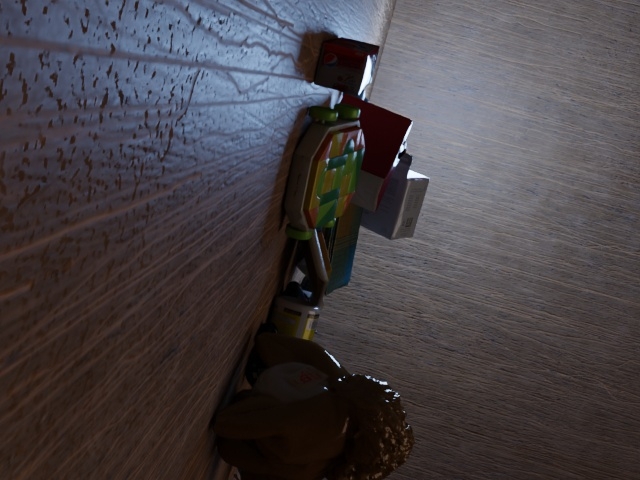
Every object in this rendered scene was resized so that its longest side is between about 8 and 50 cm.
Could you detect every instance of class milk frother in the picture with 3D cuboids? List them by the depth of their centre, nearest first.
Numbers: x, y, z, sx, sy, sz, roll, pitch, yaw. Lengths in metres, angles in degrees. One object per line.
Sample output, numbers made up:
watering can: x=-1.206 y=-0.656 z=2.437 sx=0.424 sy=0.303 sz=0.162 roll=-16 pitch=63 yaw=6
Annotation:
milk frother: x=-0.080 y=0.259 z=1.533 sx=0.134 sy=0.143 sz=0.129 roll=-59 pitch=158 yaw=-69

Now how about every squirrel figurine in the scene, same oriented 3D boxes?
squirrel figurine: x=-0.007 y=0.425 z=1.376 sx=0.281 sy=0.397 sz=0.370 roll=-78 pitch=173 yaw=-60

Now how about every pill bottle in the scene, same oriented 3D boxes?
pill bottle: x=-0.082 y=0.251 z=1.677 sx=0.117 sy=0.117 sz=0.214 roll=-22 pitch=128 yaw=-86

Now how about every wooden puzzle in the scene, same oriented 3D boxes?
wooden puzzle: x=-0.012 y=0.035 z=1.686 sx=0.238 sy=0.044 sz=0.220 roll=93 pitch=-15 yaw=-66

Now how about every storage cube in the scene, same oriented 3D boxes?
storage cube: x=0.100 y=-0.221 z=1.746 sx=0.183 sy=0.215 sz=0.193 roll=100 pitch=13 yaw=-65

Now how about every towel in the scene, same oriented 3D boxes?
towel: x=0.068 y=-0.038 z=1.982 sx=0.271 sy=0.040 sz=0.369 roll=-10 pitch=111 yaw=-73

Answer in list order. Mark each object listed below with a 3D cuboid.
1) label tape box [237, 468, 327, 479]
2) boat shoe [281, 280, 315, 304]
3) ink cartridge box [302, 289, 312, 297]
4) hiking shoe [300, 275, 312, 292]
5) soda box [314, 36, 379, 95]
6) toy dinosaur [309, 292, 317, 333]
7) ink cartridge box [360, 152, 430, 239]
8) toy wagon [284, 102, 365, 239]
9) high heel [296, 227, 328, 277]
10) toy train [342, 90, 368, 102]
label tape box: x=-0.080 y=0.535 z=1.758 sx=0.115 sy=0.249 sz=0.347 roll=61 pitch=42 yaw=-58
boat shoe: x=-0.057 y=0.180 z=1.882 sx=0.258 sy=0.109 sz=0.089 roll=102 pitch=1 yaw=-71
ink cartridge box: x=-0.078 y=0.253 z=2.127 sx=0.127 sy=0.072 sz=0.175 roll=-69 pitch=174 yaw=-48
hiking shoe: x=-0.040 y=0.162 z=2.425 sx=0.114 sy=0.086 sz=0.226 roll=-90 pitch=-166 yaw=-45
soda box: x=0.058 y=-0.355 z=1.369 sx=0.263 sy=0.092 sz=0.083 roll=-65 pitch=169 yaw=-69
toy dinosaur: x=-0.025 y=0.183 z=2.030 sx=0.092 sy=0.053 sz=0.183 roll=55 pitch=42 yaw=-80
ink cartridge box: x=0.177 y=-0.184 z=2.177 sx=0.130 sy=0.310 sz=0.271 roll=-7 pitch=118 yaw=-48
toy wagon: x=0.027 y=-0.152 z=1.439 sx=0.344 sy=0.068 sz=0.267 roll=-28 pitch=134 yaw=-61
high heel: x=0.000 y=0.000 z=1.999 sx=0.261 sy=0.093 sz=0.186 roll=80 pitch=30 yaw=-61
toy train: x=0.073 y=-0.311 z=1.919 sx=0.143 sy=0.105 sz=0.248 roll=73 pitch=37 yaw=-54
